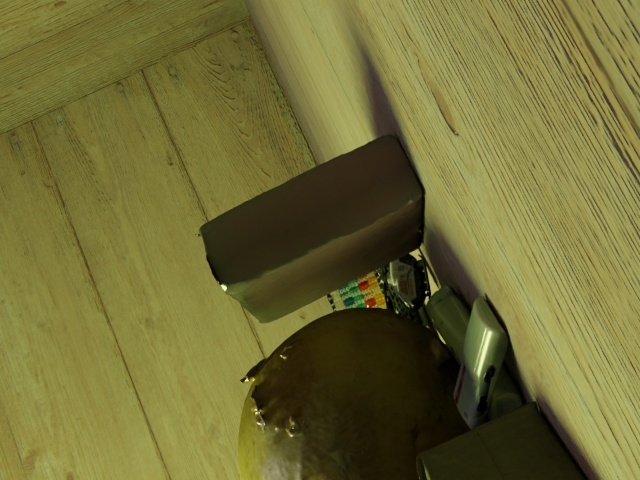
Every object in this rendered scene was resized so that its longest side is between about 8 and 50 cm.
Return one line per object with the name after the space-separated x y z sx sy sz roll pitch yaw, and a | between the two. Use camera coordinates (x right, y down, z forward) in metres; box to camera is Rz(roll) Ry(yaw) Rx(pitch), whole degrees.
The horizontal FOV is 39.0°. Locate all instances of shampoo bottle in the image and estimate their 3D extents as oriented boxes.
0.192 0.142 1.148 0.212 0.049 0.072 -115 7 -54 | shampoo bottle

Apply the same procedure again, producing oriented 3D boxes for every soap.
0.000 0.000 1.250 0.107 0.285 0.296 63 178 16 | soap

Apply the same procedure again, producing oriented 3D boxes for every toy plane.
0.130 0.039 1.453 0.053 0.078 0.197 60 -161 -68 | toy plane

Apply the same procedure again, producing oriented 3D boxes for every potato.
0.076 0.307 1.220 0.442 0.385 0.319 64 -178 11 | potato

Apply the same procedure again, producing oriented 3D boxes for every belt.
0.129 0.134 1.875 0.295 0.160 0.207 67 -163 3 | belt

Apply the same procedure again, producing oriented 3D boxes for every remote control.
0.179 0.143 1.043 0.065 0.029 0.166 -114 24 -48 | remote control

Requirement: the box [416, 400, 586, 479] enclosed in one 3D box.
0.222 0.328 0.998 0.149 0.155 0.231 -116 2 -56 | box
